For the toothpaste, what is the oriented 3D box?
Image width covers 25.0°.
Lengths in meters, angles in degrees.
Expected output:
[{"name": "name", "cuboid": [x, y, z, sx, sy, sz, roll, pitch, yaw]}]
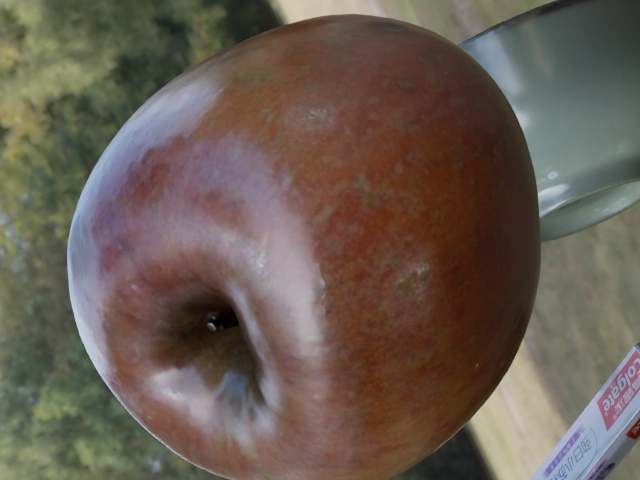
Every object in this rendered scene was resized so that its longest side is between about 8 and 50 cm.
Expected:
[{"name": "toothpaste", "cuboid": [0.211, 0.159, 1.127, 0.040, 0.196, 0.047, 1, -138, -40]}]

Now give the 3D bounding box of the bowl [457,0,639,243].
[{"name": "bowl", "cuboid": [0.259, -0.112, 1.604, 0.354, 0.354, 0.185, 65, -176, -76]}]

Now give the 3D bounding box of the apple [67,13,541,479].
[{"name": "apple", "cuboid": [0.000, 0.000, 0.743, 0.253, 0.254, 0.253, 155, 90, -90]}]
